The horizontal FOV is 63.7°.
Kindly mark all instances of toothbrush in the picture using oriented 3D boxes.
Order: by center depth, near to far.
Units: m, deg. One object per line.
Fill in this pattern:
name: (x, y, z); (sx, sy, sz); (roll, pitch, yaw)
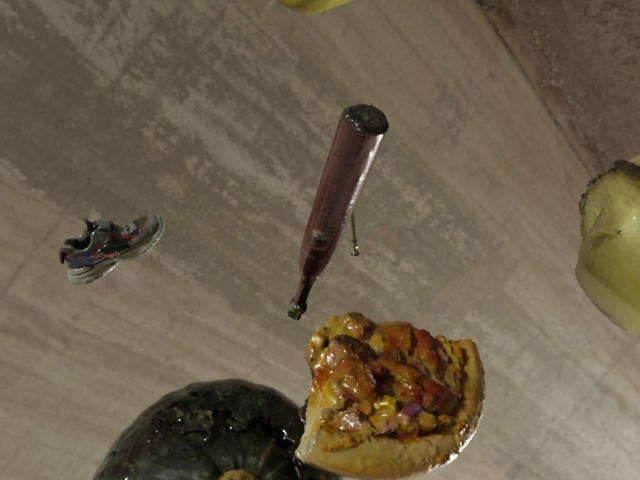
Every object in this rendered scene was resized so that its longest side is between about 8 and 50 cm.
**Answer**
toothbrush: (0.000, -0.001, 0.548); (0.041, 0.041, 0.364); (40, 147, 13)

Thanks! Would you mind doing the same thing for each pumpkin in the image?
pumpkin: (-0.171, 0.464, 0.882); (0.454, 0.454, 0.344); (41, 147, 15)

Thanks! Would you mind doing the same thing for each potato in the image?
potato: (0.391, -0.009, 0.489); (0.242, 0.242, 0.285); (42, 171, 36)

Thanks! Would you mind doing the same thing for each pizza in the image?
pizza: (0.106, 0.211, 0.770); (0.409, 0.114, 0.278); (-4, -141, -42)

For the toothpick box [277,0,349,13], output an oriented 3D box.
toothpick box: (0.064, -0.347, 0.505); (0.175, 0.271, 0.175); (46, 154, 30)

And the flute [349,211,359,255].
flute: (0.080, -0.061, 1.320); (0.027, 0.027, 0.232); (45, 149, 52)

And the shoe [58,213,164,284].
shoe: (-0.449, -0.010, 1.085); (0.099, 0.228, 0.125); (31, 152, 56)
